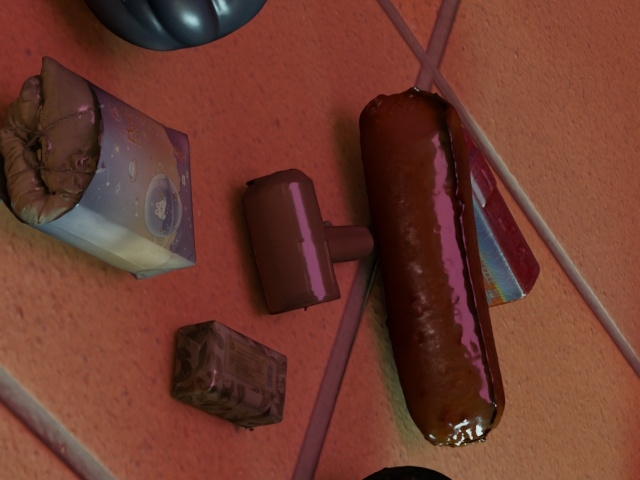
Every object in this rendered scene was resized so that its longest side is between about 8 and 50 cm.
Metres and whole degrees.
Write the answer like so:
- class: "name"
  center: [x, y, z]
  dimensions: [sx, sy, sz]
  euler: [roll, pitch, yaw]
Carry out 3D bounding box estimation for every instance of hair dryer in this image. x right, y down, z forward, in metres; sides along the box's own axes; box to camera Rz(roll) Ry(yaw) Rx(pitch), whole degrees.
- class: "hair dryer"
  center: [0.000, 0.000, 1.470]
  dimensions: [0.182, 0.064, 0.117]
  euler: [-4, 79, -64]

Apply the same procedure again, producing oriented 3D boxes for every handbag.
- class: "handbag"
  center: [-0.162, -0.048, 1.220]
  dimensions: [0.173, 0.095, 0.117]
  euler: [32, 47, -57]

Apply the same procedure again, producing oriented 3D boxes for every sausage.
- class: "sausage"
  center: [0.101, 0.025, 1.564]
  dimensions: [0.102, 0.102, 0.330]
  euler: [-7, 87, -57]

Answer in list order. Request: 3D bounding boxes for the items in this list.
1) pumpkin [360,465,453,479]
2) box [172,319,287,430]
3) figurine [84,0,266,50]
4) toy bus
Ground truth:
- class: "pumpkin"
  center: [0.084, 0.274, 1.398]
  dimensions: [0.190, 0.146, 0.190]
  euler: [32, 37, -29]
- class: "box"
  center: [-0.070, 0.106, 1.330]
  dimensions: [0.098, 0.045, 0.062]
  euler: [32, 53, -45]
- class: "figurine"
  center: [-0.127, -0.275, 1.284]
  dimensions: [0.197, 0.175, 0.265]
  euler: [-16, 99, -61]
- class: "toy bus"
  center: [0.145, -0.024, 1.668]
  dimensions: [0.192, 0.077, 0.065]
  euler: [60, 36, -22]
